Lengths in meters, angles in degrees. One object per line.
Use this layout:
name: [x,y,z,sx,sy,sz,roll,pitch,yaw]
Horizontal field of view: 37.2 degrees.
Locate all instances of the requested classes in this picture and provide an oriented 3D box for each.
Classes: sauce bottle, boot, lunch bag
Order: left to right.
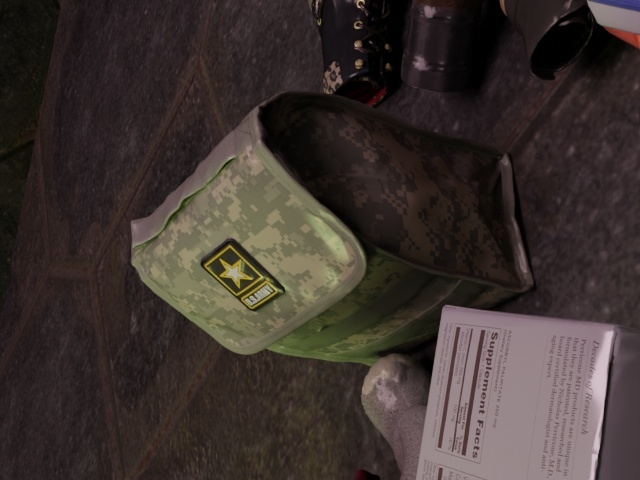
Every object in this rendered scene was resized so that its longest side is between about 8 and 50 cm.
lunch bag: [0.000,0.000,0.836,0.235,0.287,0.169,-37,49,47]
boot: [0.062,-0.258,1.031,0.236,0.085,0.179,-42,47,54]
sauce bottle: [0.128,-0.304,0.844,0.111,0.111,0.344,-132,40,-54]
boot: [0.214,-0.234,0.753,0.137,0.077,0.198,-90,16,-49]

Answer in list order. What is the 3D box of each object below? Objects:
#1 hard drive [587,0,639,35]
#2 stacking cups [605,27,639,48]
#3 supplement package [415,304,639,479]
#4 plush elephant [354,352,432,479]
hard drive: [0.324,-0.170,0.512,0.210,0.040,0.318,-43,33,-4]
stacking cups: [0.282,-0.113,0.598,0.316,0.096,0.096,50,121,53]
supplement package: [0.173,0.186,0.560,0.145,0.204,0.262,1,80,60]
plush elephant: [0.012,0.263,0.745,0.330,0.255,0.272,41,114,56]
